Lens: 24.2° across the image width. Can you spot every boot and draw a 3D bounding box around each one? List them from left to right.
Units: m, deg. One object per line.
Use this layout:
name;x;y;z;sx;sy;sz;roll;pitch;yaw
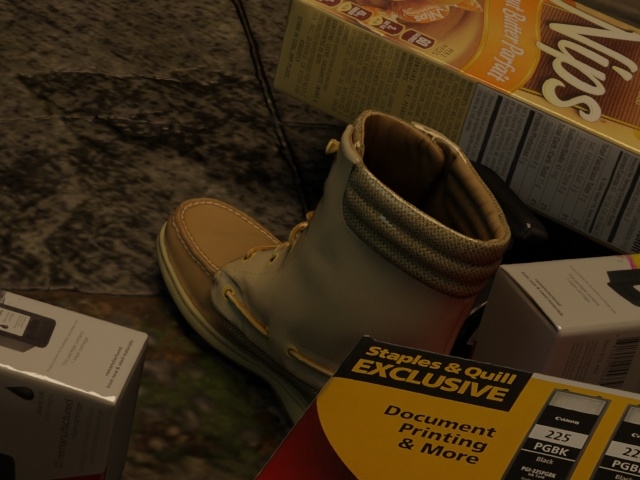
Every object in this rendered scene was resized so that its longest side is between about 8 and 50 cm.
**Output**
boot;0.000;0.000;0.916;0.095;0.203;0.262;-11;43;-35

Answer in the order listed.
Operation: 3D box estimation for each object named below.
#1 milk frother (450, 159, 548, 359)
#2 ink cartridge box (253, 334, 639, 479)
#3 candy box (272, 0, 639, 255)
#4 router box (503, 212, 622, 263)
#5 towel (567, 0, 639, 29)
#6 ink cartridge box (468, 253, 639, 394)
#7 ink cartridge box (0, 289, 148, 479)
milk frother;0.109;0.030;1.035;0.134;0.129;0.143;49;3;41
ink cartridge box;0.134;0.156;0.683;0.310;0.130;0.272;10;34;24
candy box;0.148;-0.114;1.102;0.316;0.087;0.183;26;37;17
router box;0.228;-0.062;1.211;0.309;0.081;0.243;17;33;3
towel;0.294;-0.168;1.148;0.282;0.187;0.049;23;38;11
ink cartridge box;0.186;0.079;0.944;0.175;0.127;0.072;-4;35;-27
ink cartridge box;-0.179;0.085;0.808;0.151;0.109;0.063;16;37;3
